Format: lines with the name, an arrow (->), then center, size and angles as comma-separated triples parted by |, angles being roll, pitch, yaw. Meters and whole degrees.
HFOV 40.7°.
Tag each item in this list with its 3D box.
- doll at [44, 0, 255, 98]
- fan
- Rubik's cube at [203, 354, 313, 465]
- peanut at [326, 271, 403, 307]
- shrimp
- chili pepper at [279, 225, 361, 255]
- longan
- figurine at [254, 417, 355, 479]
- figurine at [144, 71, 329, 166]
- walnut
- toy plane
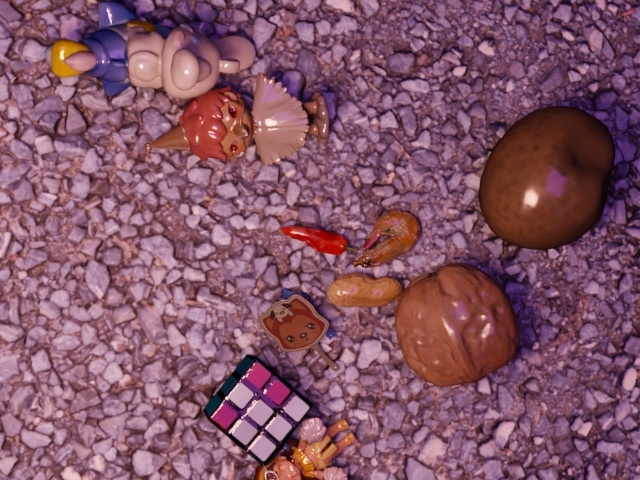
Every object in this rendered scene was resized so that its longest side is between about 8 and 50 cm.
doll -> -0.341, -0.384, 1.751 | 0.366, 0.376, 0.187 | 8, 91, 9
fan -> -0.031, 0.210, 1.866 | 0.132, 0.009, 0.220 | -35, 112, 21
Rubik's cube -> -0.131, 0.348, 1.789 | 0.163, 0.160, 0.162 | 42, 79, -6
peanut -> 0.099, 0.108, 1.896 | 0.174, 0.080, 0.080 | -1, 86, -14
shrimp -> 0.143, 0.003, 1.927 | 0.190, 0.042, 0.101 | -37, 84, -18
chili pepper -> 0.000, 0.001, 1.891 | 0.191, 0.059, 0.050 | 15, 92, -12
longan -> 0.501, -0.137, 1.899 | 0.288, 0.288, 0.350 | 32, 70, -7
figurine -> -0.028, 0.466, 1.825 | 0.240, 0.116, 0.174 | -29, 94, -17
figurine -> -0.177, -0.245, 1.816 | 0.387, 0.166, 0.207 | -7, 116, -13
walnut -> 0.292, 0.186, 1.850 | 0.273, 0.227, 0.273 | 0, 90, -15
toy plane -> -0.023, 0.159, 1.883 | 0.167, 0.054, 0.062 | 44, 54, -5
